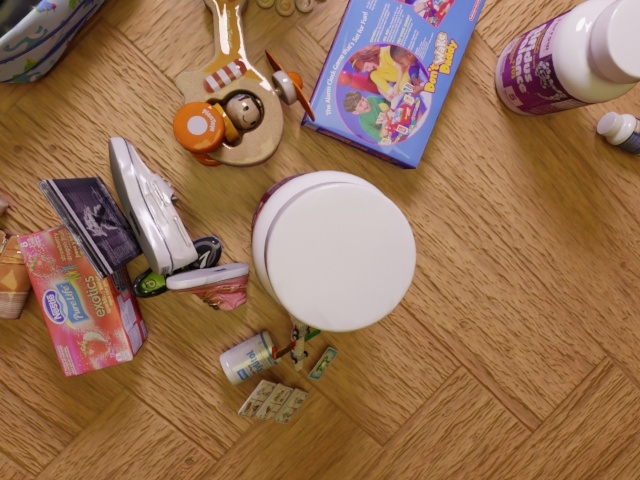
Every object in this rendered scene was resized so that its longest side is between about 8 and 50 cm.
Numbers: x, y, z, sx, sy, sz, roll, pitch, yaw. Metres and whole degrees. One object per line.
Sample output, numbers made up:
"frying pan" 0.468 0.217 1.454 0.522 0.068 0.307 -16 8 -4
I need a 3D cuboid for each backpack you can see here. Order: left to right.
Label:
"backpack" -0.487 -0.418 0.743 0.290 0.273 0.355 31 70 -13

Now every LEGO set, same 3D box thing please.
"LEGO set" -0.051 0.240 0.948 0.244 0.060 0.182 -54 144 -3

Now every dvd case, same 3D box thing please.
"dvd case" -0.370 -0.030 0.805 0.018 0.221 0.164 -30 100 -1

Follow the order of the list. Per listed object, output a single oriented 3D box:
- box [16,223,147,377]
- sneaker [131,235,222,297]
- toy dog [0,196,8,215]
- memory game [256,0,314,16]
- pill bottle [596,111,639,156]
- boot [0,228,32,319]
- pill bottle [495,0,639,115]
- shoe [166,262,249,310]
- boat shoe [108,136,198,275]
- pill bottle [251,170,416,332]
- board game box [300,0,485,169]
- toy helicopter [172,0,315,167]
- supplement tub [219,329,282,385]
"box" -0.417 0.093 0.862 0.123 0.128 0.256 -15 100 -6
"sneaker" -0.268 0.057 0.904 0.188 0.078 0.067 -30 99 -6
"toy dog" -0.705 -0.094 0.771 0.334 0.161 0.219 19 80 -12
"memory game" -0.062 -0.514 0.895 0.187 0.012 0.186 -1 97 -8
"pill bottle" 0.648 -0.224 1.007 0.120 0.067 0.066 20 94 -10
"boot" -0.614 0.047 0.865 0.197 0.073 0.152 14 87 -8
"pill bottle" 0.454 -0.320 0.847 0.170 0.301 0.169 -1 97 -8
"shoe" -0.202 0.095 0.889 0.178 0.064 0.081 -10 106 -52
"boat shoe" -0.301 -0.071 0.865 0.088 0.096 0.267 -20 74 -32
"pill bottle" 0.000 0.000 0.776 0.224 0.392 0.223 -1 97 -8
"board game box" 0.135 -0.340 0.912 0.234 0.078 0.346 21 94 -10
"toy helicopter" -0.139 -0.308 0.854 0.235 0.140 0.354 -6 87 -3
"supplement tub" -0.136 0.231 0.950 0.107 0.071 0.070 -29 100 -4
